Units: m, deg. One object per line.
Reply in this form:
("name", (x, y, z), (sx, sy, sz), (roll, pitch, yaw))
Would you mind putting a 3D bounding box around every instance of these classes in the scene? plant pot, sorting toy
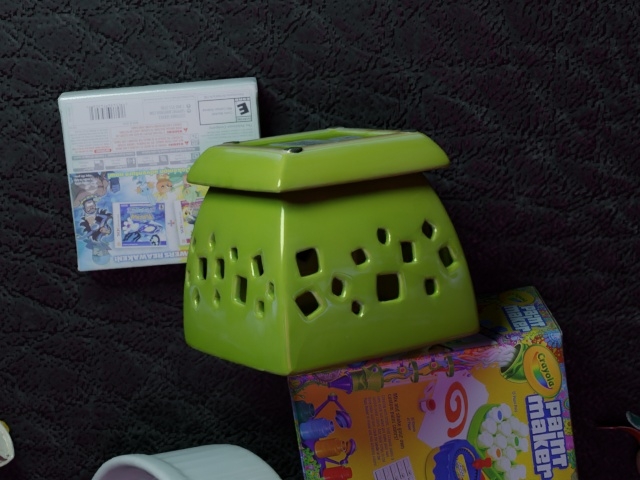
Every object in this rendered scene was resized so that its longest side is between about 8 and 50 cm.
("plant pot", (0.000, 0.000, 1.565), (0.227, 0.228, 0.207), (-10, 100, -29))
("sorting toy", (-0.385, 0.219, 1.731), (0.075, 0.045, 0.083), (-38, 118, 24))

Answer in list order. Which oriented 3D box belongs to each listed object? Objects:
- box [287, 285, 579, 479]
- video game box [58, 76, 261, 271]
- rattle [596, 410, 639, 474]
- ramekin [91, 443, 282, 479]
("box", (0.121, 0.227, 1.681), (0.279, 0.177, 0.289), (-8, 104, 0))
("video game box", (-0.159, -0.069, 1.658), (0.205, 0.048, 0.187), (-4, 103, -1))
("rattle", (0.422, 0.240, 1.761), (0.143, 0.130, 0.199), (-37, 69, -16))
("ramekin", (-0.122, 0.344, 1.655), (0.135, 0.277, 0.277), (-12, 109, -37))
